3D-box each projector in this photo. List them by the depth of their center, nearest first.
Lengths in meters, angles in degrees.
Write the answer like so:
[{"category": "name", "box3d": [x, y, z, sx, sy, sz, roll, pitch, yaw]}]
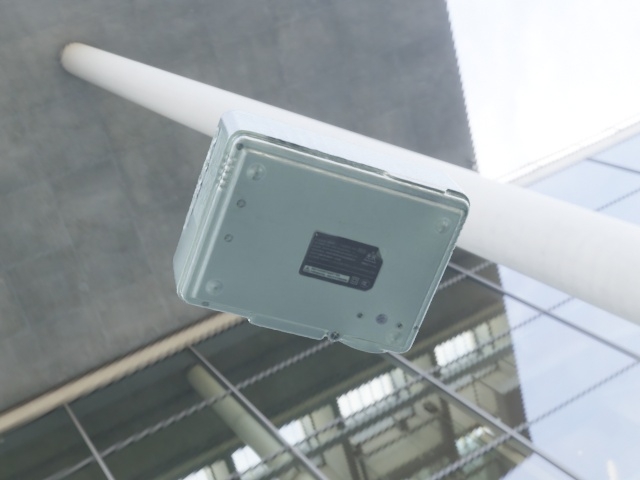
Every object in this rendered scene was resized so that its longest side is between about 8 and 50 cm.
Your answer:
[{"category": "projector", "box3d": [0.000, 0.000, 0.994, 0.257, 0.099, 0.192, 15, -69, -19]}]
